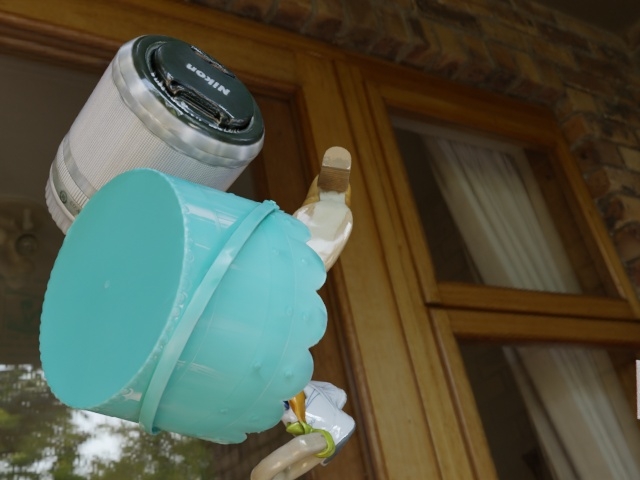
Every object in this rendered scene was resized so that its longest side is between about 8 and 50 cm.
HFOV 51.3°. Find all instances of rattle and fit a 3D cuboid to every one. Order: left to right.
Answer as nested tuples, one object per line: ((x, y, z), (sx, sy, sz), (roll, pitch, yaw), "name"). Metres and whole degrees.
((-0.087, 0.310, 0.984), (0.199, 0.143, 0.130), (-44, -12, 25), "rattle")

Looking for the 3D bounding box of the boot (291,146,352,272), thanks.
((-0.001, -0.001, 1.181), (0.104, 0.295, 0.211), (14, -37, 3), "boot")

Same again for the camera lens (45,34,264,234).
((-0.228, -0.123, 0.922), (0.219, 0.219, 0.274), (17, -50, -41), "camera lens")

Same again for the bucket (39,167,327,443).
((-0.147, 0.067, 0.697), (0.281, 0.281, 0.183), (-31, -35, 30), "bucket")

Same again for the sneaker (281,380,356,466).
((-0.023, 0.293, 1.201), (0.111, 0.129, 0.297), (-50, 6, -7), "sneaker")

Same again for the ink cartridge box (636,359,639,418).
((0.351, 0.136, 0.606), (0.115, 0.063, 0.029), (0, 13, 26), "ink cartridge box")
